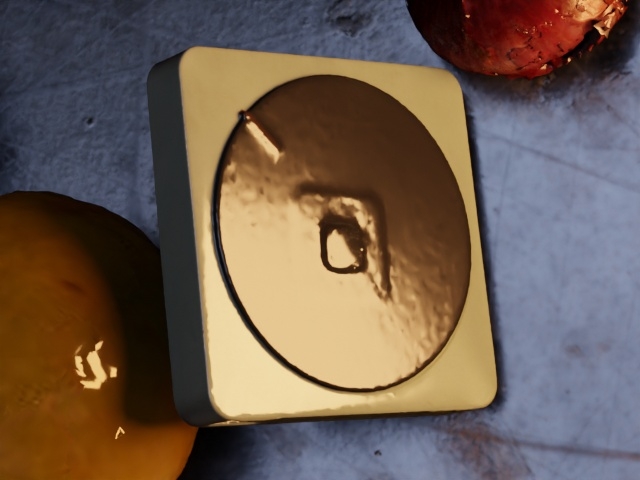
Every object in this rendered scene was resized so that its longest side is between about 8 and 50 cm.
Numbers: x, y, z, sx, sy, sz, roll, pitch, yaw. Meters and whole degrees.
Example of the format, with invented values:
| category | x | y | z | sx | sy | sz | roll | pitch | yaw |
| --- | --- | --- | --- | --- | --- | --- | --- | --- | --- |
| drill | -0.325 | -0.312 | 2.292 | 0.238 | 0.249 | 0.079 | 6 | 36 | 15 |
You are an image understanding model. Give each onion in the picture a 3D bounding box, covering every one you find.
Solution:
| category | x | y | z | sx | sy | sz | roll | pitch | yaw |
| --- | --- | --- | --- | --- | --- | --- | --- | --- | --- |
| onion | 0.138 | -0.210 | 1.419 | 0.184 | 0.147 | 0.184 | -6 | 76 | 26 |

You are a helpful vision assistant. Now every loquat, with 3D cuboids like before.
| category | x | y | z | sx | sy | sz | roll | pitch | yaw |
| --- | --- | --- | --- | --- | --- | --- | --- | --- | --- |
| loquat | -0.225 | 0.102 | 1.389 | 0.276 | 0.283 | 0.276 | 1 | 91 | 42 |

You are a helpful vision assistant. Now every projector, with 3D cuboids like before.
| category | x | y | z | sx | sy | sz | roll | pitch | yaw |
| --- | --- | --- | --- | --- | --- | --- | --- | --- | --- |
| projector | 0.000 | 0.000 | 1.386 | 0.079 | 0.257 | 0.259 | -16 | 76 | 51 |
